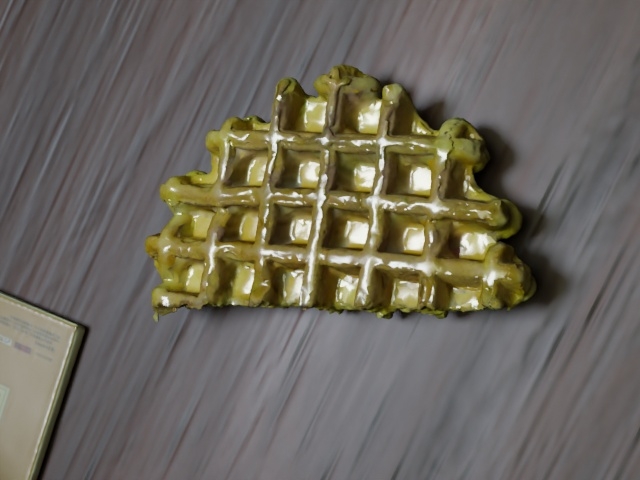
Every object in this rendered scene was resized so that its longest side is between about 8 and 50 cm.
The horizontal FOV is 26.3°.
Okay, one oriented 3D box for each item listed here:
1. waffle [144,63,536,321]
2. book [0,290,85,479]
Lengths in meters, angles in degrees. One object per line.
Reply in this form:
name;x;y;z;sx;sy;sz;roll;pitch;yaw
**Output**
waffle;0.000;0.000;0.680;0.192;0.046;0.160;-34;73;19
book;-0.208;0.110;0.781;0.118;0.012;0.172;20;94;24
